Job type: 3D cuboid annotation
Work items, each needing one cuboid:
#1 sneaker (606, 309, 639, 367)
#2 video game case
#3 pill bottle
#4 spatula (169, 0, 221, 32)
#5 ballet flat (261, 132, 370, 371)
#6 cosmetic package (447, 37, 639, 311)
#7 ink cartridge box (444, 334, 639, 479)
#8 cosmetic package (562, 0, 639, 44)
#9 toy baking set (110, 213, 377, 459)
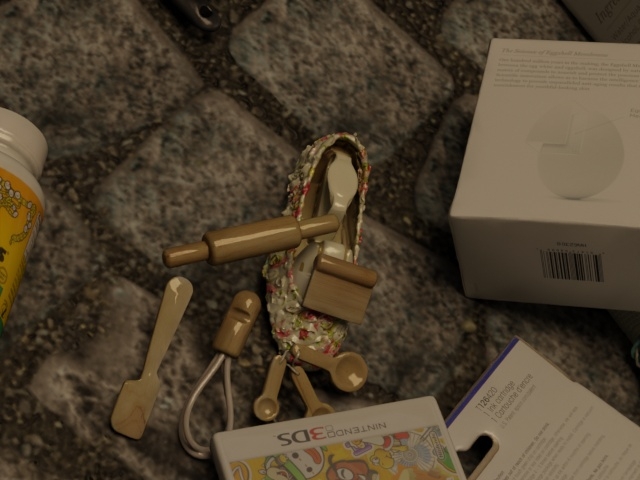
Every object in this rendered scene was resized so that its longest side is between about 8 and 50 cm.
[{"bbox_3d":[0.355,0.139,1.818,0.122,0.110,0.283,-38,77,-26],"label":"sneaker"},{"bbox_3d":[0.036,0.244,1.605,0.206,0.026,0.227,-8,58,-20],"label":"video game case"},{"bbox_3d":[-0.295,-0.006,1.602,0.117,0.117,0.208,22,55,-11],"label":"pill bottle"},{"bbox_3d":[-0.194,-0.311,1.884,0.084,0.030,0.296,-32,77,-37],"label":"spatula"},{"bbox_3d":[0.000,0.000,1.757,0.091,0.077,0.241,15,57,-17],"label":"ballet flat"},{"bbox_3d":[0.255,-0.063,1.817,0.224,0.138,0.225,5,55,16],"label":"cosmetic package"},{"bbox_3d":[0.212,0.277,1.687,0.307,0.072,0.303,35,53,13],"label":"ink cartridge box"},{"bbox_3d":[0.462,-0.344,2.015,0.329,0.327,0.394,-29,75,-34],"label":"cosmetic package"},{"bbox_3d":[-0.061,0.082,1.661,0.256,0.030,0.197,-8,91,-22],"label":"toy baking set"}]
